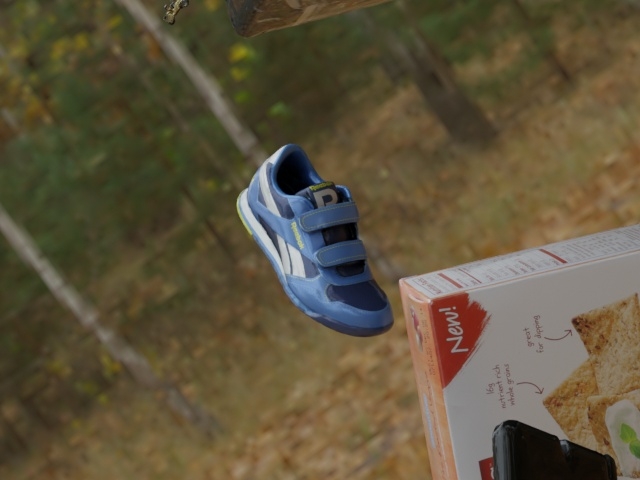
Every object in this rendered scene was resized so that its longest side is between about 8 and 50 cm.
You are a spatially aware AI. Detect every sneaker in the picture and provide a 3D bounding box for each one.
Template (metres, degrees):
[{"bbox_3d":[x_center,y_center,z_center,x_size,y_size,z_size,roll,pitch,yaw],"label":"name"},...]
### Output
[{"bbox_3d":[0.000,0.000,1.215,0.053,0.144,0.059,-10,-39,-42],"label":"sneaker"}]

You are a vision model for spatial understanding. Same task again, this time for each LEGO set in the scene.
[{"bbox_3d":[-0.091,-0.179,1.309,0.054,0.023,0.083,-52,12,18],"label":"LEGO set"}]

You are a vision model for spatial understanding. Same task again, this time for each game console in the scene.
[{"bbox_3d":[0.106,0.162,0.914,0.071,0.107,0.122,-37,41,42],"label":"game console"}]

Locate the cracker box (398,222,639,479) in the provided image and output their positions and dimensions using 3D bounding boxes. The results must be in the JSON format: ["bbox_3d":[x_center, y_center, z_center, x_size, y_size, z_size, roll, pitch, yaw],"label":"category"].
[{"bbox_3d":[0.172,0.076,1.097,0.232,0.156,0.067,-13,12,-10],"label":"cracker box"}]

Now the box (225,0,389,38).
[{"bbox_3d":[0.158,-0.355,1.198,0.480,0.297,0.472,-15,-1,-9],"label":"box"}]
